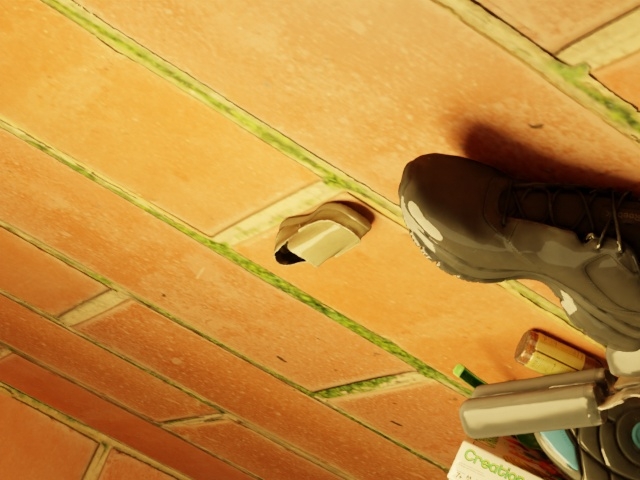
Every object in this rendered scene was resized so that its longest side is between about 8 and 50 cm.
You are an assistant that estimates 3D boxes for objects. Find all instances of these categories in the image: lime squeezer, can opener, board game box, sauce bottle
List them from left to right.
[{"bbox_3d":[0.243,0.219,1.532,0.310,0.059,0.110,37,-166,-25],"label":"lime squeezer"},{"bbox_3d":[0.260,0.290,1.552,0.193,0.053,0.305,25,-179,10],"label":"board game box"},{"bbox_3d":[0.273,0.139,1.384,0.128,0.042,0.042,27,157,-5],"label":"sauce bottle"},{"bbox_3d":[0.272,0.147,1.321,0.280,0.074,0.093,-18,97,34],"label":"can opener"}]

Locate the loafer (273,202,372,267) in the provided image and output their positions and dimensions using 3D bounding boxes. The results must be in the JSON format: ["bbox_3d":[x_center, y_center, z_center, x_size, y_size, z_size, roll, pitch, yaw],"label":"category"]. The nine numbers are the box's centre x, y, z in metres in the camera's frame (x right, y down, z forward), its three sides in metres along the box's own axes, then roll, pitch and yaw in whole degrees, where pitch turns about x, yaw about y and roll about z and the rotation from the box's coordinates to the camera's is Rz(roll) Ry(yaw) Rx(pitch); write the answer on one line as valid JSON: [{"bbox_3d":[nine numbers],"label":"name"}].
[{"bbox_3d":[0.000,0.000,1.324,0.056,0.050,0.148,32,156,-21],"label":"loafer"}]

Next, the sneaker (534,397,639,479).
[{"bbox_3d":[0.384,0.275,1.476,0.340,0.125,0.139,27,160,-5],"label":"sneaker"}]

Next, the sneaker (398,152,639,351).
[{"bbox_3d":[0.202,-0.009,1.073,0.286,0.109,0.130,22,149,-16],"label":"sneaker"}]
